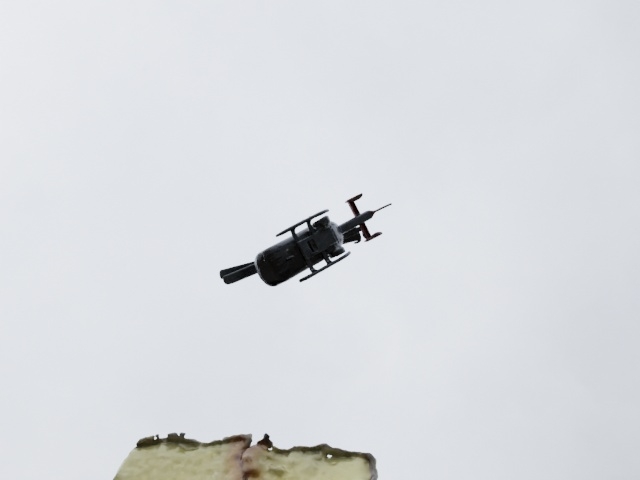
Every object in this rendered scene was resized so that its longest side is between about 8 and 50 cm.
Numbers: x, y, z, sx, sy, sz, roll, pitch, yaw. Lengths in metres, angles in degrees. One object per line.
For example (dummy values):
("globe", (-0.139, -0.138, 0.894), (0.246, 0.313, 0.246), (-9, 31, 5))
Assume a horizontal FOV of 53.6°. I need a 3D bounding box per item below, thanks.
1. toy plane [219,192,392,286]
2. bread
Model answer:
("toy plane", (0.000, 0.000, 0.463), (0.145, 0.060, 0.037), (-27, -89, -31))
("bread", (-0.074, 0.215, 0.482), (0.240, 0.178, 0.135), (-2, -38, 4))
